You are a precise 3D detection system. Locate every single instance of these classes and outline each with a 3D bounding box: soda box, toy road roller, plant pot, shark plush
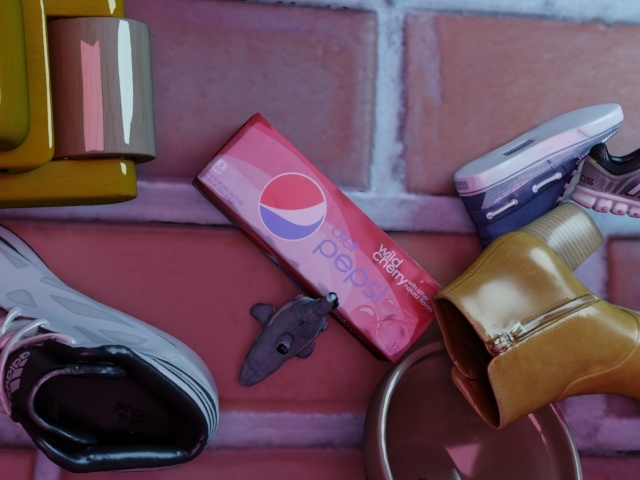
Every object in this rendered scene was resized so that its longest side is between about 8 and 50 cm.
[{"bbox_3d":[0.000,0.000,1.466,0.263,0.083,0.092,43,82,-4],"label":"soda box"},{"bbox_3d":[-0.283,-0.138,1.316,0.329,0.240,0.202,-2,86,-26],"label":"toy road roller"},{"bbox_3d":[0.126,0.223,1.440,0.237,0.110,0.237,16,58,-26],"label":"plant pot"},{"bbox_3d":[-0.021,0.093,1.432,0.073,0.161,0.067,50,50,-14],"label":"shark plush"}]

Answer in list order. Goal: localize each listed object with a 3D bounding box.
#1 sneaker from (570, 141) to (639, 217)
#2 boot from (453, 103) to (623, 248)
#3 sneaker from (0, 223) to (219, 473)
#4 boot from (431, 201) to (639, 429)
[{"bbox_3d":[0.333,-0.059,1.473,0.170,0.063,0.075,8,103,11],"label":"sneaker"},{"bbox_3d":[0.229,-0.065,1.521,0.190,0.069,0.086,-26,108,-9],"label":"boot"},{"bbox_3d":[-0.285,0.073,1.330,0.447,0.257,0.169,25,84,-7],"label":"sneaker"},{"bbox_3d":[0.239,0.126,1.451,0.211,0.104,0.295,-38,96,-30],"label":"boot"}]
